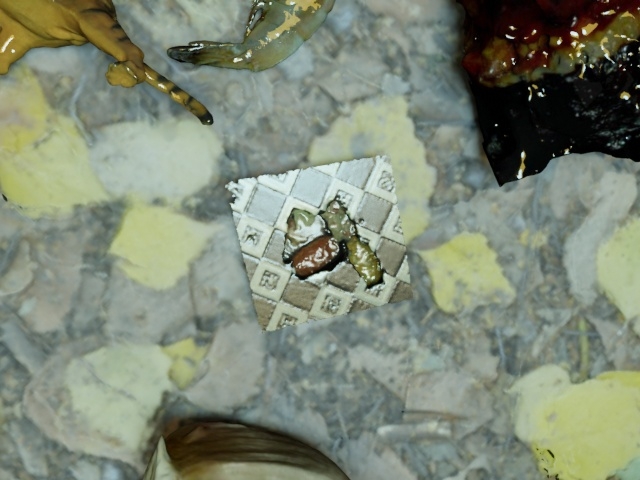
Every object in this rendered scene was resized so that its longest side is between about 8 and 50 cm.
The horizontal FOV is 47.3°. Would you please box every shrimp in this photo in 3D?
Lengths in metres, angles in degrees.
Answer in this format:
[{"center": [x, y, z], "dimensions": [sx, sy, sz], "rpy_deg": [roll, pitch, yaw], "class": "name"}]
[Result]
[{"center": [-0.084, -0.204, 0.521], "dimensions": [0.195, 0.035, 0.147], "rpy_deg": [34, 93, -15], "class": "shrimp"}]

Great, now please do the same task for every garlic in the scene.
[{"center": [-0.032, 0.191, 0.533], "dimensions": [0.198, 0.128, 0.090], "rpy_deg": [21, 77, -10], "class": "garlic"}]

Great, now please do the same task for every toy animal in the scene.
[{"center": [-0.179, -0.156, 0.487], "dimensions": [0.255, 0.114, 0.116], "rpy_deg": [40, 46, -17], "class": "toy animal"}]

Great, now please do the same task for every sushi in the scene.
[{"center": [0.000, 0.000, 0.567], "dimensions": [0.126, 0.026, 0.120], "rpy_deg": [-12, 102, -5], "class": "sushi"}, {"center": [0.182, -0.151, 0.517], "dimensions": [0.172, 0.153, 0.150], "rpy_deg": [-19, 122, 12], "class": "sushi"}]
